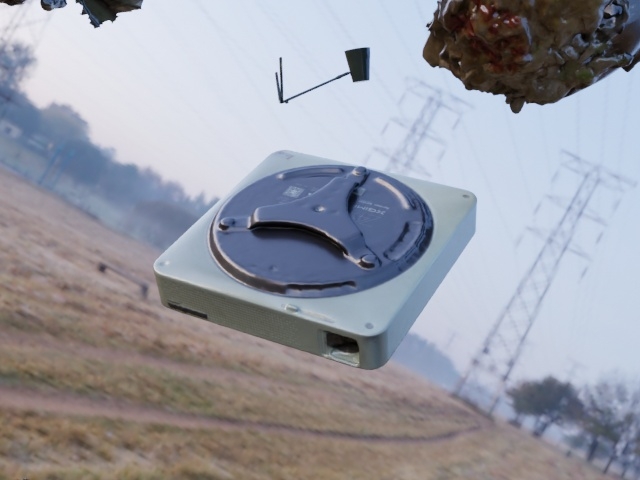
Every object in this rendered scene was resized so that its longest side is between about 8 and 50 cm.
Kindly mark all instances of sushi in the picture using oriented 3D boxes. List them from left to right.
[{"bbox_3d":[0.237,-0.246,1.064,0.225,0.219,0.238,26,-49,21],"label":"sushi"}]

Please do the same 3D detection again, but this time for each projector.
[{"bbox_3d":[0.000,0.000,1.019,0.257,0.259,0.079,15,-50,25],"label":"projector"}]

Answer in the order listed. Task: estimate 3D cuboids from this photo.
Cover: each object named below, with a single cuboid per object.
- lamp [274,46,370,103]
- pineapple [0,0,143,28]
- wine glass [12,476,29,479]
[{"bbox_3d":[0.006,-0.199,1.187,0.121,0.054,0.041,-10,5,-13],"label":"lamp"},{"bbox_3d":[-0.287,-0.249,0.763,0.175,0.175,0.361,27,26,30],"label":"pineapple"},{"bbox_3d":[-0.314,0.337,0.967,0.066,0.198,0.066,9,-38,7],"label":"wine glass"}]
